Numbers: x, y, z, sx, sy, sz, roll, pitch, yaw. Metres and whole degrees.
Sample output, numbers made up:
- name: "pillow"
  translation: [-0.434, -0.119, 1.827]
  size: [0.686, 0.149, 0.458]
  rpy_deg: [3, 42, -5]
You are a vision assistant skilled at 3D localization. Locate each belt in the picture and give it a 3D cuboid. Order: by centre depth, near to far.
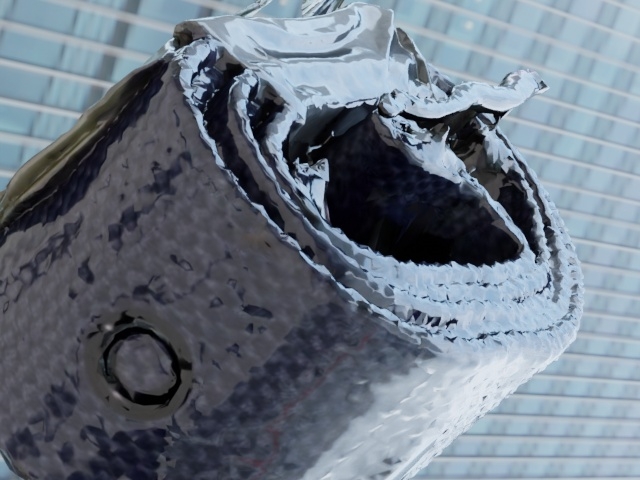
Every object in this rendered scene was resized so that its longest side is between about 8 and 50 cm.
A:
- name: "belt"
  translation: [0.000, 0.000, 0.476]
  size: [0.126, 0.230, 0.140]
  rpy_deg: [-44, -97, 21]

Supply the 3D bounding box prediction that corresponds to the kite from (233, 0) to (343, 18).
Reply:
- name: "kite"
  translation: [-0.006, -0.132, 0.786]
  size: [0.011, 0.156, 0.139]
  rpy_deg: [36, -26, 23]
